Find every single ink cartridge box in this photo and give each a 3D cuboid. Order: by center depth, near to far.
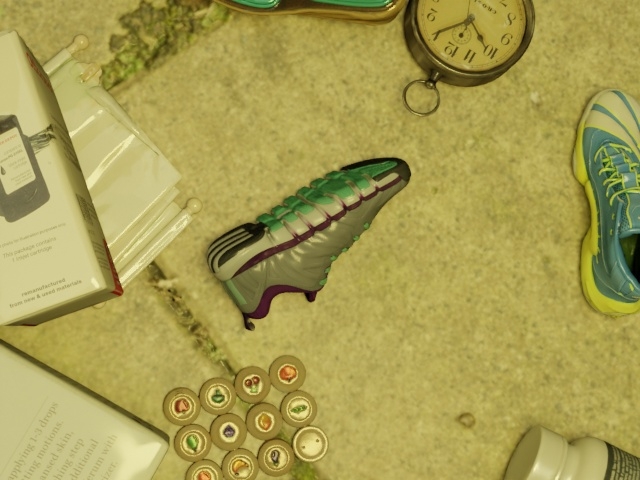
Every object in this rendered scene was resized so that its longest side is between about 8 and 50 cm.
[{"bbox_3d":[-0.269,-0.049,1.067,0.100,0.172,0.237,-20,87,-5],"label":"ink cartridge box"}]

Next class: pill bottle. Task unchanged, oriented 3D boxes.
[{"bbox_3d":[0.277,0.255,1.154,0.180,0.108,0.108,27,81,-3],"label":"pill bottle"}]

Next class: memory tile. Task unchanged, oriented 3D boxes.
[{"bbox_3d":[-0.073,0.184,1.165,0.148,0.012,0.113,-16,86,-9],"label":"memory tile"}]

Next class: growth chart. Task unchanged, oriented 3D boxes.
[{"bbox_3d":[-0.236,-0.066,1.170,0.172,0.021,0.237,-37,89,-10],"label":"growth chart"}]

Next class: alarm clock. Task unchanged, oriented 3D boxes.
[{"bbox_3d":[0.142,-0.209,1.215,0.129,0.064,0.192,33,78,-3],"label":"alarm clock"}]

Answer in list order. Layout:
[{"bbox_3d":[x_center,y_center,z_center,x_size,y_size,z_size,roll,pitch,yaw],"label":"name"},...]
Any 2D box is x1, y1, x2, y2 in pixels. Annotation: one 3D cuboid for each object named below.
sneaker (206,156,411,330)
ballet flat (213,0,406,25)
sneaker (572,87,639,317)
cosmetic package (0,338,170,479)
[{"bbox_3d":[0.000,0.000,1.178,0.223,0.083,0.098,-28,111,-8],"label":"sneaker"},{"bbox_3d":[-0.027,-0.254,1.193,0.232,0.073,0.080,13,84,8],"label":"ballet flat"},{"bbox_3d":[0.317,-0.044,1.185,0.091,0.126,0.240,-1,84,-8],"label":"sneaker"},{"bbox_3d":[-0.384,0.165,1.051,0.453,0.161,0.230,31,81,-3],"label":"cosmetic package"}]
